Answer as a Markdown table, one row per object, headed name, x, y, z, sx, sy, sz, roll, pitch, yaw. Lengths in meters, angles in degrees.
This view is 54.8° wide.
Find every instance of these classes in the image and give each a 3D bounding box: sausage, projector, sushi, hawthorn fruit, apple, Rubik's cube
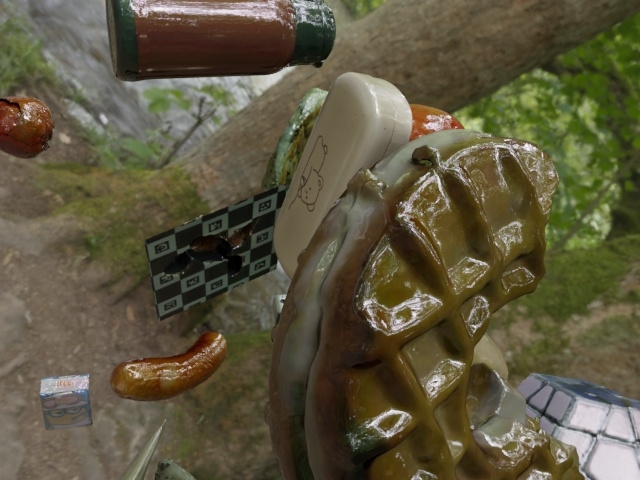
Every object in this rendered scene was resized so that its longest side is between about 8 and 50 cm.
| name | x | y | z | sx | sy | sz | roll | pitch | yaw |
| --- | --- | --- | --- | --- | --- | --- | --- | --- | --- |
| sausage | -0.278 | 0.249 | 1.209 | 0.103 | 0.076 | 0.302 | 40 | 21 | 16 |
| projector | -0.117 | 0.241 | 2.099 | 0.082 | 0.083 | 0.083 | -105 | -161 | -46 |
| sushi | -0.255 | 0.017 | 1.475 | 0.064 | 0.343 | 0.359 | 53 | -26 | 27 |
| hawthorn fruit | -0.708 | -0.266 | 1.427 | 0.172 | 0.148 | 0.148 | 14 | 47 | -19 |
| apple | 0.198 | -0.161 | 1.346 | 0.260 | 0.260 | 0.216 | 60 | 33 | -10 |
| Rubik's cube | 0.380 | 0.350 | 0.908 | 0.319 | 0.319 | 0.264 | 12 | 91 | -61 |

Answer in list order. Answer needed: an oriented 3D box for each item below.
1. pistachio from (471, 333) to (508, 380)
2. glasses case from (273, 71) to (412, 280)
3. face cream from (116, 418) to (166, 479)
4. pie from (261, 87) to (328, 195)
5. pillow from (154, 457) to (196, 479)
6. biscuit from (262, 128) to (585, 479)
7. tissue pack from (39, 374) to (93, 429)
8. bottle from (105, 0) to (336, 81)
| name | x | y | z | sx | sy | sz | roll | pitch | yaw |
| --- | --- | --- | --- | --- | --- | --- | --- | --- | --- |
| pistachio | 0.142 | 0.130 | 0.694 | 0.185 | 0.108 | 0.126 | 36 | 46 | -32 |
| glasses case | 0.014 | -0.048 | 0.540 | 0.050 | 0.196 | 0.083 | 3 | 37 | -30 |
| face cream | -0.466 | 0.597 | 1.482 | 0.084 | 0.137 | 0.341 | 28 | 42 | -2 |
| pie | -0.052 | -0.225 | 1.486 | 0.067 | 0.302 | 0.302 | 27 | 24 | 8 |
| pillow | -0.344 | 0.613 | 1.509 | 0.241 | 0.093 | 0.051 | 61 | -7 | -36 |
| biscuit | 0.090 | 0.111 | 0.468 | 0.268 | 0.115 | 0.366 | -31 | 113 | -32 |
| tissue pack | -0.638 | 0.407 | 1.557 | 0.115 | 0.155 | 0.065 | -2 | 40 | -19 |
| bottle | -0.141 | -0.315 | 0.929 | 0.336 | 0.144 | 0.144 | -7 | 68 | -23 |
